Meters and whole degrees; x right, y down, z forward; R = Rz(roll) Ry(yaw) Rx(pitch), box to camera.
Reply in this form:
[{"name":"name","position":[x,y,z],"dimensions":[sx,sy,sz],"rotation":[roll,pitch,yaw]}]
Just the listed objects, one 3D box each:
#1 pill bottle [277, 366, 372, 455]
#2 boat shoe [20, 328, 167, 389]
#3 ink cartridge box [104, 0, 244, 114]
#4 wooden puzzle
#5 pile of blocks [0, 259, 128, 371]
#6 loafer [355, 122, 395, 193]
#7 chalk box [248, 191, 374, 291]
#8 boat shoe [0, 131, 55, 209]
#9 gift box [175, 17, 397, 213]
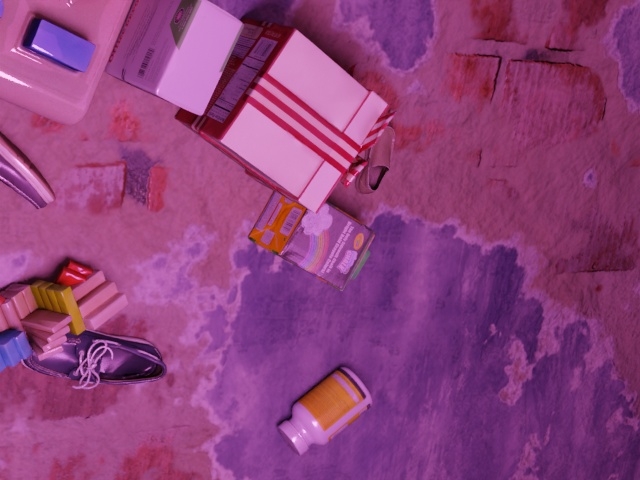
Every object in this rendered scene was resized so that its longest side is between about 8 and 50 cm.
[{"name":"pill bottle","position":[0.008,0.346,1.987],"dimensions":[0.184,0.103,0.103],"rotation":[-37,121,-16]},{"name":"boat shoe","position":[-0.390,0.210,1.713],"dimensions":[0.254,0.079,0.095],"rotation":[15,98,-34]},{"name":"ink cartridge box","position":[-0.237,-0.304,1.553],"dimensions":[0.092,0.219,0.160],"rotation":[24,94,-38]},{"name":"wooden puzzle","position":[-0.436,-0.381,1.487],"dimensions":[0.322,0.080,0.348],"rotation":[23,93,-35]},{"name":"pile of blocks","position":[-0.495,0.125,1.578],"dimensions":[0.362,0.149,0.113],"rotation":[-26,118,-22]},{"name":"loafer","position":[0.115,-0.157,1.917],"dimensions":[0.056,0.050,0.148],"rotation":[10,100,-34]},{"name":"chalk box","position":[0.000,0.000,1.852],"dimensions":[0.213,0.132,0.132],"rotation":[32,87,-36]},{"name":"boat shoe","position":[-0.530,-0.140,1.503],"dimensions":[0.092,0.103,0.285],"rotation":[-46,120,-4]},{"name":"gift box","position":[-0.043,-0.221,1.677],"dimensions":[0.258,0.255,0.276],"rotation":[37,92,-33]}]
